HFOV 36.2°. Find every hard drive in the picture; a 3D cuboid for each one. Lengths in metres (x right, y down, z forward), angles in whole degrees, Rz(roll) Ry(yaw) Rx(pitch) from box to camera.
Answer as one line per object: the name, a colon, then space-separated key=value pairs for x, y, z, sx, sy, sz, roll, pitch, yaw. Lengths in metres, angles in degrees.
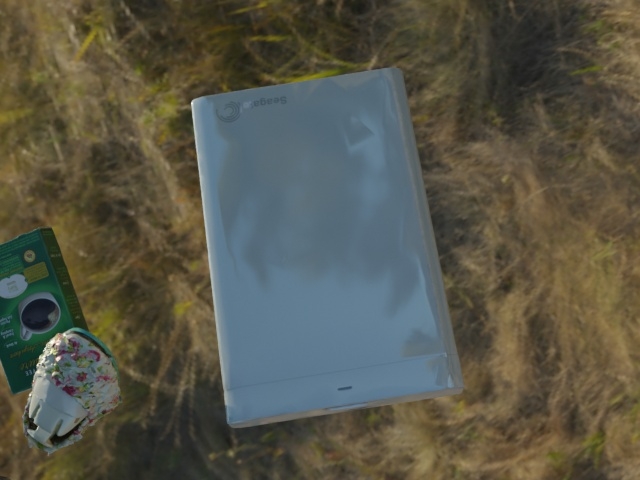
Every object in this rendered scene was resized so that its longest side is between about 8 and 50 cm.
hard drive: x=0.000 y=0.000 z=0.885 sx=0.040 sy=0.203 sz=0.307 roll=81 pitch=180 yaw=-71

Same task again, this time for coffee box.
coffee box: x=-0.358 y=0.088 z=1.218 sx=0.113 sy=0.040 sz=0.184 roll=-22 pitch=87 yaw=11

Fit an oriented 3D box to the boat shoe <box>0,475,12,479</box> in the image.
boat shoe: x=-0.342 y=0.266 z=0.862 sx=0.117 sy=0.324 sz=0.096 roll=8 pitch=97 yaw=7

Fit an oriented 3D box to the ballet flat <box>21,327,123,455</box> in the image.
ballet flat: x=-0.244 y=0.158 z=0.941 sx=0.091 sy=0.077 sz=0.241 roll=34 pitch=151 yaw=0
